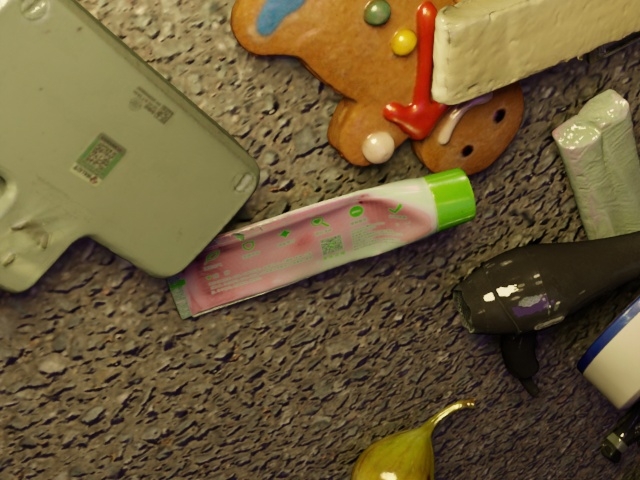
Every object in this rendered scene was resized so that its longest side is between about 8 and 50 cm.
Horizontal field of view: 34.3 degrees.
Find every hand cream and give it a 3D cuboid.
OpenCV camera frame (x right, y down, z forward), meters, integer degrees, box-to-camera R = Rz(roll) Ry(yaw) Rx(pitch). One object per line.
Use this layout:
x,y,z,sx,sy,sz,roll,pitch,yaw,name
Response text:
0.000,0.001,0.907,0.275,0.050,0.079,-17,108,-6,hand cream

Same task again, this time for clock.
0.401,0.094,1.186,0.230,0.083,0.230,-37,163,-13,clock

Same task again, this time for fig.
0.107,0.246,1.176,0.166,0.093,0.093,-39,140,-30,fig

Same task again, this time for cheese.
0.258,-0.210,0.887,0.400,0.034,0.085,-23,134,-25,cheese

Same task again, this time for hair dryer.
0.256,0.090,1.151,0.235,0.091,0.272,-17,147,-9,hair dryer

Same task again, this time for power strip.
-0.183,-0.052,0.739,0.194,0.059,0.265,-47,136,2,power strip

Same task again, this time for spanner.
0.463,0.178,1.401,0.087,0.024,0.316,-6,126,-33,spanner

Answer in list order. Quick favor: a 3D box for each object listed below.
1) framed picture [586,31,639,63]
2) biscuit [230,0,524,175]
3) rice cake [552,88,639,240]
0.359,-0.308,0.934,0.293,0.018,0.231,-29,136,-12,framed picture
0.082,-0.150,0.855,0.205,0.049,0.324,-43,138,2,biscuit
0.295,-0.061,1.074,0.080,0.042,0.222,-34,139,1,rice cake
